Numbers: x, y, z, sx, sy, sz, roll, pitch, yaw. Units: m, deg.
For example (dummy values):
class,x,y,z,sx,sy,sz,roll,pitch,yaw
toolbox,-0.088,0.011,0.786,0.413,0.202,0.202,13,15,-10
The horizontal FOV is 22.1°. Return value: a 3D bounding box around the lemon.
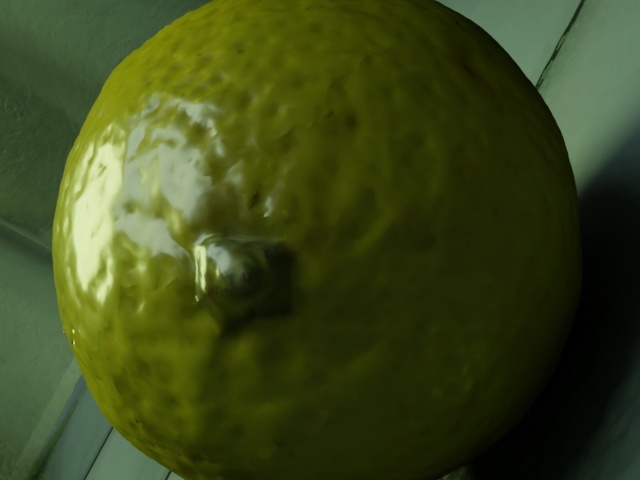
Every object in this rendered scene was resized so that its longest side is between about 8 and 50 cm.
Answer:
class,x,y,z,sx,sy,sz,roll,pitch,yaw
lemon,-0.001,0.001,0.759,0.267,0.267,0.267,-58,11,19
